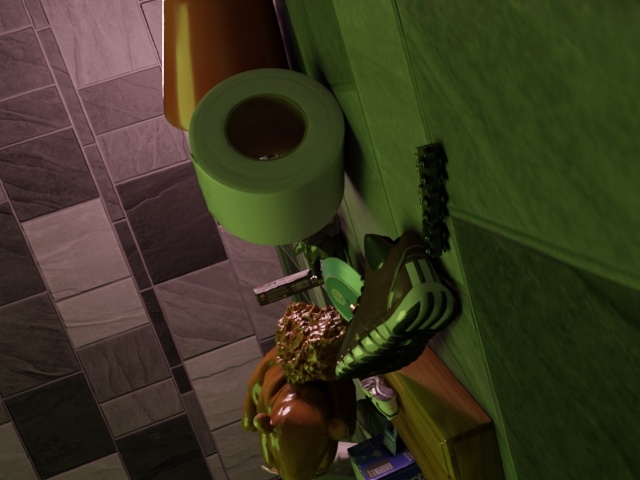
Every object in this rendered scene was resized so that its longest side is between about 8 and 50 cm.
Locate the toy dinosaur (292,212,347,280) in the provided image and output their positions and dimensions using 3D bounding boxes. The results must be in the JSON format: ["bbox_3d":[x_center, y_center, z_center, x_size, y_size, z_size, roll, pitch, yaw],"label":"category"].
[{"bbox_3d":[0.000,0.000,1.449,0.313,0.121,0.160,-144,47,-84],"label":"toy dinosaur"}]

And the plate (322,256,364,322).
[{"bbox_3d":[0.059,0.117,1.307,0.188,0.024,0.188,42,154,26],"label":"plate"}]

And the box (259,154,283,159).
[{"bbox_3d":[-0.143,-0.293,1.743,0.295,0.074,0.293,-123,16,-59],"label":"box"}]

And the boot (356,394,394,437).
[{"bbox_3d":[0.127,0.408,1.601,0.189,0.076,0.208,44,162,42],"label":"boot"}]

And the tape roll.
[{"bbox_3d":[-0.081,-0.136,1.094,0.169,0.246,0.246,88,161,-62],"label":"tape roll"}]

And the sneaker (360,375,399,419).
[{"bbox_3d":[0.093,0.248,1.051,0.109,0.040,0.043,-138,28,-74],"label":"sneaker"}]

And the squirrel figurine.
[{"bbox_3d":[-0.040,0.325,1.459,0.370,0.281,0.396,-49,-30,-85],"label":"squirrel figurine"}]

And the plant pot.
[{"bbox_3d":[-0.188,-0.367,1.285,0.275,0.275,0.243,-121,23,-55],"label":"plant pot"}]

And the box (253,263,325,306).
[{"bbox_3d":[-0.066,0.111,1.699,0.114,0.207,0.036,-164,55,-80],"label":"box"}]

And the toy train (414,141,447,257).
[{"bbox_3d":[0.122,-0.045,0.735,0.036,0.027,0.158,-102,0,-47],"label":"toy train"}]

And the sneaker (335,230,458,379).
[{"bbox_3d":[0.088,0.082,0.928,0.281,0.107,0.162,126,137,-52],"label":"sneaker"}]

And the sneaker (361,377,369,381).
[{"bbox_3d":[0.106,0.313,1.624,0.118,0.042,0.066,-153,47,-75],"label":"sneaker"}]

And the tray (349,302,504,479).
[{"bbox_3d":[0.157,0.261,1.055,0.411,0.076,0.202,-126,19,-66],"label":"tray"}]

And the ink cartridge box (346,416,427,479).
[{"bbox_3d":[0.176,0.529,1.281,0.270,0.151,0.395,146,103,-83],"label":"ink cartridge box"}]

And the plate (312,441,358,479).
[{"bbox_3d":[0.073,0.544,1.597,0.278,0.278,0.045,-117,35,-85],"label":"plate"}]
